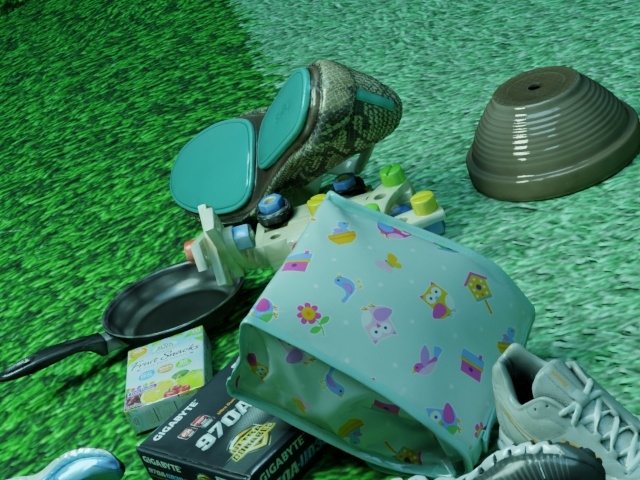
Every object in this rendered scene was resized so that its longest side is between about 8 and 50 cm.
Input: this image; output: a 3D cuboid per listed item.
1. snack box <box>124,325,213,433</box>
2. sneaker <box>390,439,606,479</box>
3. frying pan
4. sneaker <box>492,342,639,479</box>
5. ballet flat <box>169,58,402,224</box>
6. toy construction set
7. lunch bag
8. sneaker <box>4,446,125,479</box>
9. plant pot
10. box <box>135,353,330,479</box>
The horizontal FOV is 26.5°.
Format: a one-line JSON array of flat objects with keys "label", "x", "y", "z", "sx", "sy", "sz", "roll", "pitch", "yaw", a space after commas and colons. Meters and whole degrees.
[{"label": "snack box", "x": -0.180, "y": 0.164, "z": 1.617, "sx": 0.100, "sy": 0.037, "sz": 0.141, "roll": -18, "pitch": 26, "yaw": 4}, {"label": "sneaker", "x": 0.141, "y": 0.244, "z": 1.171, "sx": 0.234, "sy": 0.078, "sz": 0.106, "roll": -22, "pitch": 38, "yaw": 34}, {"label": "frying pan", "x": -0.226, "y": 0.113, "z": 1.721, "sx": 0.197, "sy": 0.053, "sz": 0.326, "roll": 4, "pitch": 33, "yaw": 43}, {"label": "sneaker", "x": 0.237, "y": 0.171, "z": 1.204, "sx": 0.099, "sy": 0.121, "sz": 0.262, "roll": -34, "pitch": 29, "yaw": -24}, {"label": "ballet flat", "x": -0.040, "y": -0.112, "z": 1.855, "sx": 0.182, "sy": 0.164, "sz": 0.483, "roll": 11, "pitch": -18, "yaw": -26}, {"label": "toy construction set", "x": 0.000, "y": 0.000, "z": 1.686, "sx": 0.328, "sy": 0.151, "sz": 0.215, "roll": -4, "pitch": 29, "yaw": 4}, {"label": "lunch bag", "x": 0.071, "y": 0.104, "z": 1.376, "sx": 0.262, "sy": 0.160, "sz": 0.223, "roll": 25, "pitch": 49, "yaw": 8}, {"label": "sneaker", "x": -0.283, "y": 0.282, "z": 1.466, "sx": 0.162, "sy": 0.063, "sz": 0.073, "roll": -25, "pitch": 44, "yaw": 1}, {"label": "plant pot", "x": 0.299, "y": -0.157, "z": 1.799, "sx": 0.237, "sy": 0.110, "sz": 0.237, "roll": -16, "pitch": 27, "yaw": 8}, {"label": "box", "x": -0.062, "y": 0.190, "z": 1.465, "sx": 0.175, "sy": 0.051, "sz": 0.220, "roll": 7, "pitch": 37, "yaw": 43}]
